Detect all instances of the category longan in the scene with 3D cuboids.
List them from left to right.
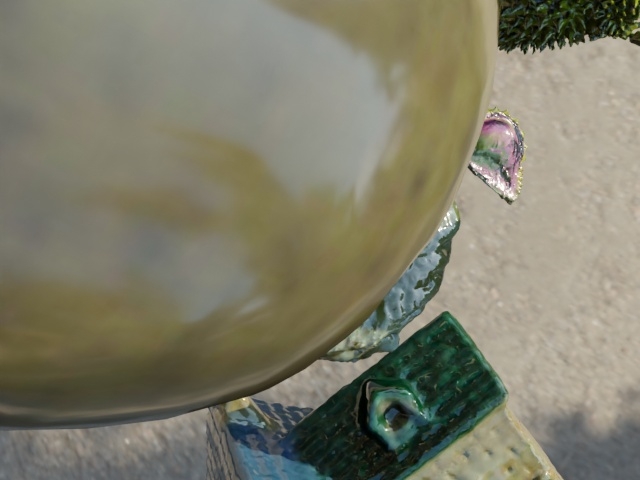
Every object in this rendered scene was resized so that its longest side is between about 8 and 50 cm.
[{"bbox_3d":[-0.113,-0.107,0.538,0.405,0.336,0.404,5,81,-34],"label":"longan"}]

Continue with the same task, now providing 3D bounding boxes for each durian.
[{"bbox_3d":[0.259,-0.152,1.958,0.187,0.119,0.108,39,94,-26],"label":"durian"},{"bbox_3d":[0.241,-0.259,1.303,0.095,0.221,0.137,-8,103,-47],"label":"durian"}]

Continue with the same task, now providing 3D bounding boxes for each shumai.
[{"bbox_3d":[-0.002,0.006,0.975,0.184,0.142,0.184,4,79,-21],"label":"shumai"}]

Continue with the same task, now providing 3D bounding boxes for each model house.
[{"bbox_3d":[0.060,0.284,1.428,0.382,0.334,0.342,-36,112,1],"label":"model house"}]
